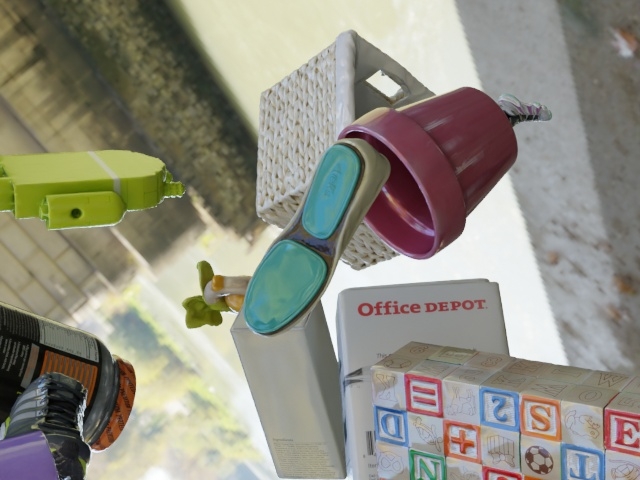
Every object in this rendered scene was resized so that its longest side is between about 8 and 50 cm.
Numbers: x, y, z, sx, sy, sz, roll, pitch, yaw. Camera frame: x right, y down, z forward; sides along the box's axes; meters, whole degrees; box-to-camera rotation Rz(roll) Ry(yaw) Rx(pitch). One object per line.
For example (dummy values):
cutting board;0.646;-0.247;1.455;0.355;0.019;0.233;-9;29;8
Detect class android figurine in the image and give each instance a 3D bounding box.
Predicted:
android figurine;-0.311;-0.070;1.374;0.248;0.272;0.056;-147;57;-60

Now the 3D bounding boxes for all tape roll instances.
tape roll;-0.283;0.281;1.027;0.189;0.080;0.189;167;90;-69

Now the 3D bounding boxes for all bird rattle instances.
bird rattle;-0.153;0.130;2.231;0.253;0.143;0.207;17;159;-5

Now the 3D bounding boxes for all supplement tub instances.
supplement tub;-0.446;0.203;1.615;0.316;0.194;0.193;26;-179;-34

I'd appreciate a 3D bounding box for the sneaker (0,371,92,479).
sneaker;-0.349;0.231;1.391;0.111;0.121;0.300;26;170;-23

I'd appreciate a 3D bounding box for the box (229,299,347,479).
box;-0.032;0.205;1.521;0.113;0.094;0.275;-2;122;18

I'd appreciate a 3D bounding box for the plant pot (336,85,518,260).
plant pot;0.150;-0.103;1.417;0.201;0.180;0.201;45;156;27

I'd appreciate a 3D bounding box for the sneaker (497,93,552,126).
sneaker;0.349;-0.212;1.890;0.098;0.069;0.038;18;142;13

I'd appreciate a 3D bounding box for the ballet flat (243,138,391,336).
ballet flat;0.000;0.000;1.196;0.086;0.248;0.086;28;-161;-11

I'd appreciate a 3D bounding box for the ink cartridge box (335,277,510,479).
ink cartridge box;0.133;0.206;1.367;0.121;0.211;0.289;95;172;-69

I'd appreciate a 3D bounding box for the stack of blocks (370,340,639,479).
stack of blocks;0.202;0.213;1.093;0.297;0.087;0.171;5;108;35

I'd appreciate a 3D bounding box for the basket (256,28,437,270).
basket;0.072;-0.157;2.108;0.328;0.266;0.331;30;-135;-38
